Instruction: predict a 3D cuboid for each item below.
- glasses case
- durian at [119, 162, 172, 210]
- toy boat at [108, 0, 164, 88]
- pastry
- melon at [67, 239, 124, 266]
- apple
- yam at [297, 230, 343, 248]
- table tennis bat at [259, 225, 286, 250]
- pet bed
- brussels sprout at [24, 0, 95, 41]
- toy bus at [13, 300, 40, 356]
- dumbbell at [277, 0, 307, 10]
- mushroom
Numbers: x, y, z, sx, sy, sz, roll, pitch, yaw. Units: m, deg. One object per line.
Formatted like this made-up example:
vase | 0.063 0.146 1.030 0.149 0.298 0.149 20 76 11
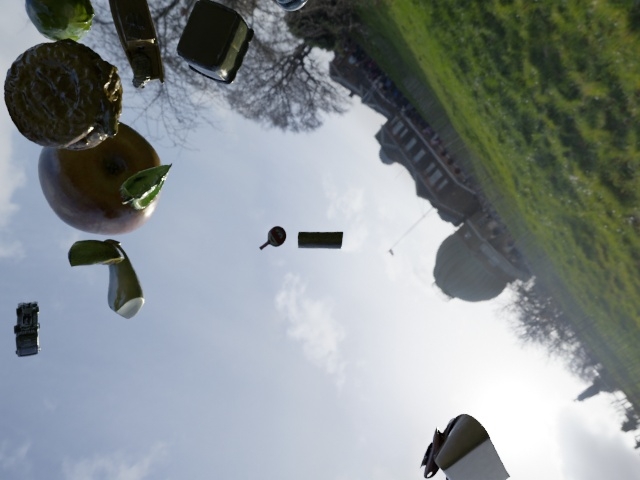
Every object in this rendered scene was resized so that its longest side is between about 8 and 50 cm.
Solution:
glasses case | 0.197 0.313 0.645 0.193 0.102 0.070 56 177 -40
durian | -0.481 -0.142 1.220 0.086 0.100 0.215 48 -140 -20
toy boat | -0.443 -0.527 1.061 0.089 0.321 0.121 -16 -157 -17
pastry | -0.547 -0.317 0.990 0.132 0.235 0.240 -40 -59 -87
melon | -0.627 0.032 1.281 0.160 0.128 0.079 40 -136 -85
apple | -0.735 -0.223 1.537 0.400 0.333 0.400 16 -123 -27
yam | 0.000 0.000 1.656 0.169 0.068 0.068 0 -146 2
table tennis bat | -0.225 -0.004 2.118 0.098 0.154 0.019 58 -164 16
pet bed | -0.330 -0.634 1.458 0.183 0.211 0.159 24 -177 12
brussels sprout | -0.625 -0.545 1.054 0.151 0.149 0.122 27 -164 18
toy bus | -0.657 0.196 1.013 0.047 0.065 0.166 -2 -156 -31
dumbbell | -0.166 -0.822 1.303 0.406 0.179 0.179 9 -138 -49
mushroom | -0.614 0.117 1.387 0.103 0.118 0.270 -25 -122 -12
